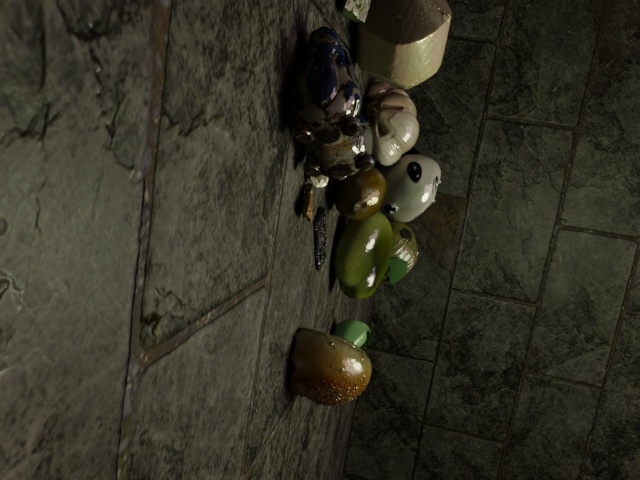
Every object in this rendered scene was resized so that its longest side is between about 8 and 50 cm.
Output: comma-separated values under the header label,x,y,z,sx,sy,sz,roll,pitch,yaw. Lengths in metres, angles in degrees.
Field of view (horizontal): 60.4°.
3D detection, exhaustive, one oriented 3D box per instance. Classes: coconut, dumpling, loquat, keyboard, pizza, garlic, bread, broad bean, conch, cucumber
label,x,y,z,sx,sy,sz,roll,pitch,yaw
coconut,0.201,-0.522,1.361,0.244,0.239,0.239,82,21,-60
dumpling,-0.007,-0.151,1.151,0.052,0.057,0.076,58,-30,29
loquat,0.103,-0.126,1.460,0.195,0.152,0.152,-86,-179,-64
keyboard,0.000,0.000,1.390,0.195,0.018,0.060,87,20,-50
pizza,-0.031,-0.075,1.131,0.078,0.025,0.083,-57,149,-74
garlic,0.219,-0.377,1.730,0.203,0.184,0.281,36,66,-54
bread,0.035,0.345,1.435,0.314,0.192,0.171,77,25,-65
broad bean,0.134,0.048,1.718,0.238,0.119,0.291,0,107,-46
conch,0.093,0.391,1.925,0.143,0.137,0.251,90,16,-48
cucumber,0.078,-0.571,1.146,0.078,0.062,0.211,7,101,-46

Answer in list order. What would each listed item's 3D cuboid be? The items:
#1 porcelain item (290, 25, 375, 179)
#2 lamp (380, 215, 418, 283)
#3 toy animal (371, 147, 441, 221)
label,x,y,z,sx,sy,sz,roll,pitch,yaw
porcelain item,0.018,-0.235,1.008,0.288,0.138,0.186,58,27,-68
lamp,0.206,0.014,1.917,0.284,0.250,0.250,59,37,-39
toy animal,0.273,-0.194,1.864,0.310,0.251,0.251,-106,-158,-70
